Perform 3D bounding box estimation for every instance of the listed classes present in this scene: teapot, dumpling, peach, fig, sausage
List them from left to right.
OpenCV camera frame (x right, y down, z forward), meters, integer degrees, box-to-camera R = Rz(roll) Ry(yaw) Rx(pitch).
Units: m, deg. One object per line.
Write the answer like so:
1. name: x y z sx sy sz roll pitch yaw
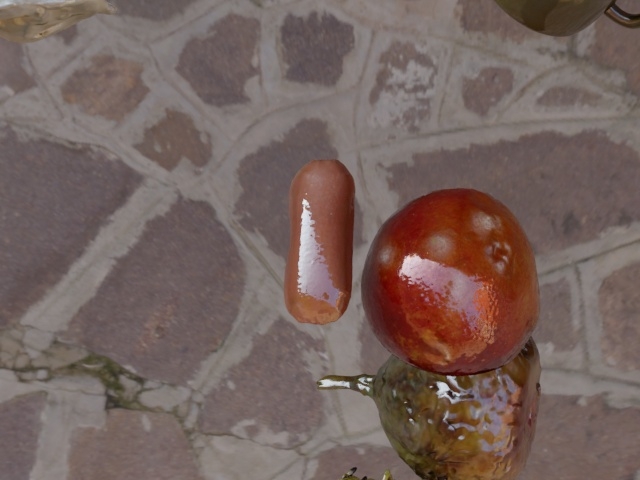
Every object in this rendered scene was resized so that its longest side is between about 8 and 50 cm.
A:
1. dumpling: -0.360 -0.298 1.050 0.229 0.151 0.124 1 115 -19
2. sausage: 0.000 0.000 0.970 0.077 0.077 0.194 0 72 7
3. fig: 0.154 0.248 1.349 0.369 0.286 0.286 -3 76 23
4. peach: 0.159 0.059 1.044 0.200 0.244 0.243 -25 70 43
5. teapot: 0.314 -0.358 1.037 0.268 0.175 0.185 35 57 -4

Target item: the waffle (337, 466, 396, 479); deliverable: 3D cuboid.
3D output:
1. waffle: 0.050 0.508 1.397 0.329 0.329 0.062 -53 37 -7
